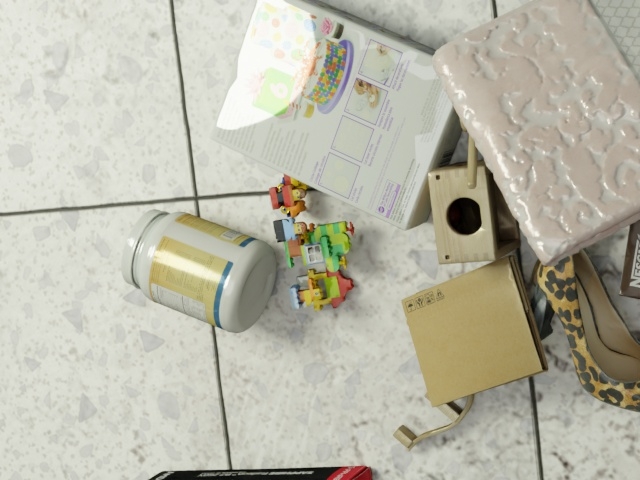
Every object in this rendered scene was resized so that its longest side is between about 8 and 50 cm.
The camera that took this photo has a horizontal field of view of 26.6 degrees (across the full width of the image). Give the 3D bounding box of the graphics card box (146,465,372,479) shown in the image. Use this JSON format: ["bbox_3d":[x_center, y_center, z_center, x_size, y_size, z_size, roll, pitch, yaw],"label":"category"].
[{"bbox_3d":[-0.091,0.470,2.076,0.370,0.094,0.233,-5,97,25],"label":"graphics card box"}]

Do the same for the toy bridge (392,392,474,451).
[{"bbox_3d":[0.180,0.238,1.954,0.063,0.026,0.188,40,112,12],"label":"toy bridge"}]

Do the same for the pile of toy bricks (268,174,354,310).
[{"bbox_3d":[0.000,0.000,1.949,0.105,0.118,0.212,-10,97,10],"label":"pile of toy bricks"}]

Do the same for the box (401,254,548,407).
[{"bbox_3d":[0.211,0.129,1.879,0.201,0.021,0.164,-25,75,40],"label":"box"}]

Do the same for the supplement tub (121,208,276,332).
[{"bbox_3d":[-0.181,0.041,2.013,0.199,0.144,0.144,20,106,20],"label":"supplement tub"}]

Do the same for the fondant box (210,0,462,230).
[{"bbox_3d":[0.034,-0.191,1.908,0.330,0.096,0.238,26,108,17],"label":"fondant box"}]

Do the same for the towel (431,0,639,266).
[{"bbox_3d":[0.343,-0.176,1.691,0.317,0.053,0.332,-28,64,7],"label":"towel"}]

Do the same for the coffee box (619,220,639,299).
[{"bbox_3d":[0.478,-0.042,1.736,0.141,0.098,0.247,12,103,22],"label":"coffee box"}]

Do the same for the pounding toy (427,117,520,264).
[{"bbox_3d":[0.190,-0.076,1.811,0.094,0.181,0.206,-5,97,24],"label":"pounding toy"}]

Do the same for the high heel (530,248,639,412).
[{"bbox_3d":[0.389,0.118,1.771,0.261,0.093,0.186,33,141,22],"label":"high heel"}]

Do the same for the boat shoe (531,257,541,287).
[{"bbox_3d":[0.329,0.015,1.841,0.050,0.045,0.135,38,111,14],"label":"boat shoe"}]
